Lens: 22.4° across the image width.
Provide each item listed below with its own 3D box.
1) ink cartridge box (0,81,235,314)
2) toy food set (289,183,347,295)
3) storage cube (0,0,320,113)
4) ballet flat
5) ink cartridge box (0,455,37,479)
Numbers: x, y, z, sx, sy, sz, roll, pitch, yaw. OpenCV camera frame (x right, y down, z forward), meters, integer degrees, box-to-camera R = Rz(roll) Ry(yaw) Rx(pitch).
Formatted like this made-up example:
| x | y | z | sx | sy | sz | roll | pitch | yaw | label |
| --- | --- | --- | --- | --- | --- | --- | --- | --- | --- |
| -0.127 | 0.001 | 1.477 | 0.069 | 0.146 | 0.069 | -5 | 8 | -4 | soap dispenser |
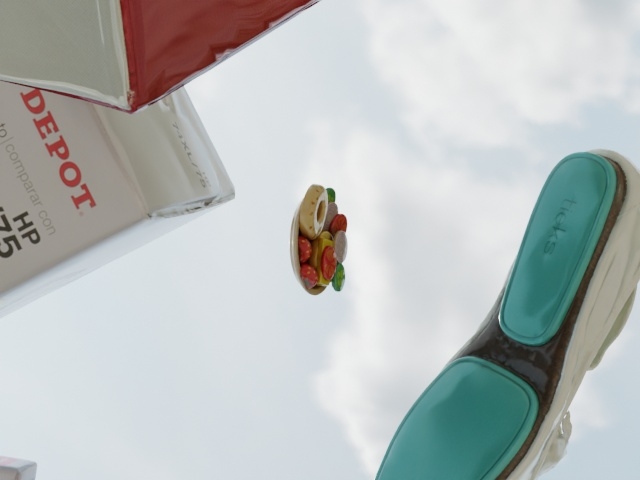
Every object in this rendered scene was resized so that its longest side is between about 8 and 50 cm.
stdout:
| x | y | z | sx | sy | sz | roll | pitch | yaw | label |
| --- | --- | --- | --- | --- | --- | --- | --- | --- | --- |
| -0.229 | -0.049 | 0.989 | 0.198 | 0.270 | 0.197 | 63 | -167 | 1 | ink cartridge box |
| 0.000 | 0.000 | 1.217 | 0.082 | 0.020 | 0.083 | 17 | -104 | -66 | toy food set |
| -0.108 | -0.187 | 0.707 | 0.193 | 0.183 | 0.215 | -41 | -45 | -49 | storage cube |
| 0.186 | 0.115 | 1.396 | 0.139 | 0.400 | 0.139 | 29 | -179 | 0 | ballet flat |
| -0.371 | 0.228 | 1.170 | 0.065 | 0.311 | 0.186 | -21 | -61 | -87 | ink cartridge box |
